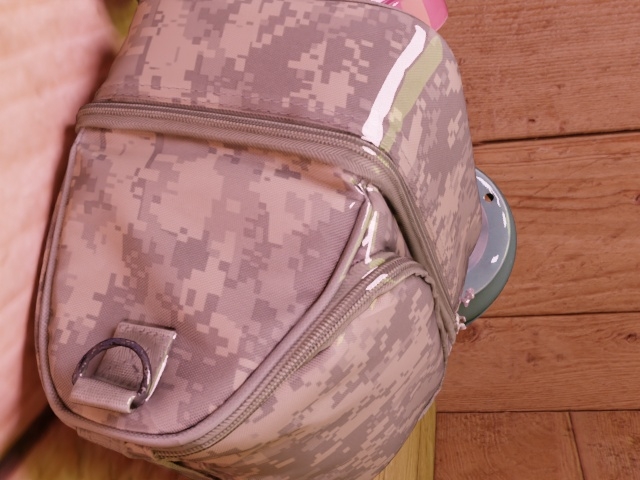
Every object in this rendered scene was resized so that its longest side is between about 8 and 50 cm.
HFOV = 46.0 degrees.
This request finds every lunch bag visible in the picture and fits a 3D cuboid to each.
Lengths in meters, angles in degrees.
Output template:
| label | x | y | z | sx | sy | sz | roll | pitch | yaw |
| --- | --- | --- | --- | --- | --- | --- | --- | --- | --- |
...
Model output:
| label | x | y | z | sx | sy | sz | roll | pitch | yaw |
| --- | --- | --- | --- | --- | --- | --- | --- | --- | --- |
| lunch bag | -0.025 | 0.035 | 0.482 | 0.305 | 0.213 | 0.256 | 61 | 46 | -61 |

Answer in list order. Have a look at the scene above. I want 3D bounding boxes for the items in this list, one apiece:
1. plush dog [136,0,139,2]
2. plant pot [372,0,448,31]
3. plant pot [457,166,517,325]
| label | x | y | z | sx | sy | sz | roll | pitch | yaw |
| --- | --- | --- | --- | --- | --- | --- | --- | --- | --- |
| plush dog | -0.057 | -0.301 | 0.506 | 0.225 | 0.211 | 0.262 | -123 | -158 | -64 |
| plant pot | 0.008 | -0.276 | 0.779 | 0.180 | 0.201 | 0.201 | 62 | 22 | -26 |
| plant pot | 0.141 | 0.000 | 1.019 | 0.255 | 0.272 | 0.271 | 53 | 35 | -83 |
